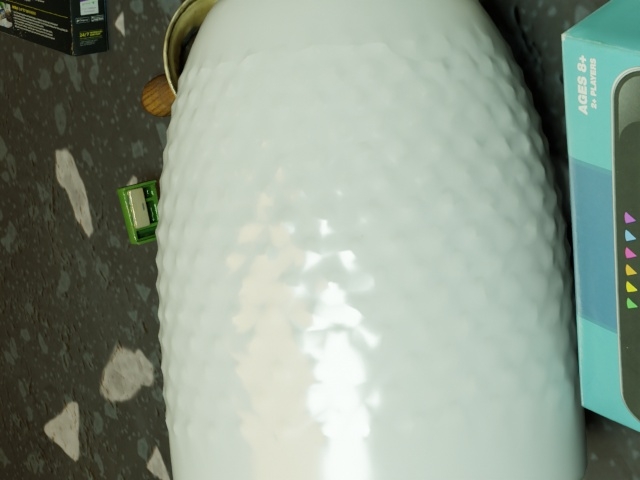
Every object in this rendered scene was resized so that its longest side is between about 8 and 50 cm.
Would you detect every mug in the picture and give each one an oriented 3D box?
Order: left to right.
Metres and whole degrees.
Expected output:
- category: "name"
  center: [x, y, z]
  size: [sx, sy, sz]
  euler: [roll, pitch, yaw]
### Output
- category: "mug"
  center: [0.000, 0.000, 0.879]
  size: [0.374, 0.276, 0.328]
  euler: [-4, 92, 58]

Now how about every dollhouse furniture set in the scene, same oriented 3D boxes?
- category: "dollhouse furniture set"
  center: [-0.130, -0.027, 1.188]
  size: [0.152, 0.076, 0.058]
  euler: [3, 107, 52]

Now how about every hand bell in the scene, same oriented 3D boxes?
- category: "hand bell"
  center: [-0.118, -0.143, 1.127]
  size: [0.242, 0.126, 0.126]
  euler: [-4, 101, 65]

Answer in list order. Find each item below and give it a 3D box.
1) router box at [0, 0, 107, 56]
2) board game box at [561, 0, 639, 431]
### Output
- category: "router box"
  center: [-0.290, -0.274, 1.318]
  size: [0.179, 0.046, 0.133]
  euler: [24, 121, 45]
- category: "board game box"
  center: [0.282, 0.031, 0.617]
  size: [0.336, 0.079, 0.254]
  euler: [22, 135, 40]
